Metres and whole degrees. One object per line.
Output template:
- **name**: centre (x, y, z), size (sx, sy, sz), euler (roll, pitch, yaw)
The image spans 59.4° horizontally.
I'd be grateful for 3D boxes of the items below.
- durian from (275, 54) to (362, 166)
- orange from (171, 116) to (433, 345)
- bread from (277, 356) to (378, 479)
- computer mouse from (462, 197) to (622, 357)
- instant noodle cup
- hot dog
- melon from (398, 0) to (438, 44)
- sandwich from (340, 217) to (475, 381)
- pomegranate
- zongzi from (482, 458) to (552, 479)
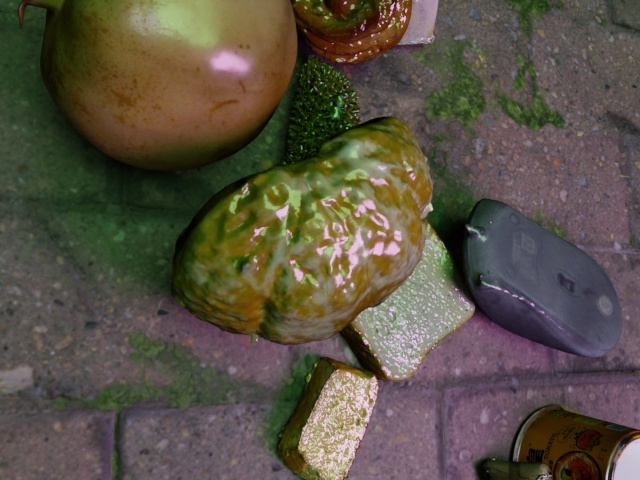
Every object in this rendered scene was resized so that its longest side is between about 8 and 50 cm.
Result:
- **durian**: centre (0.011, -0.174, 0.849), size (0.137, 0.095, 0.221), euler (20, 80, -20)
- **orange**: centre (0.000, 0.000, 0.692), size (0.368, 0.271, 0.210), euler (-31, 76, -19)
- **bread**: centre (0.012, 0.258, 0.793), size (0.103, 0.065, 0.187), euler (37, 69, -20)
- **computer mouse**: centre (0.349, 0.074, 0.936), size (0.371, 0.122, 0.188), euler (31, 55, -22)
- **instant noodle cup**: centre (0.449, 0.383, 0.905), size (0.216, 0.172, 0.216), euler (5, 78, -25)
- **hot dog**: centre (0.028, -0.416, 0.861), size (0.196, 0.122, 0.272), euler (-20, 84, 11)
- **melon**: centre (0.147, -0.387, 0.951), size (0.139, 0.093, 0.202), euler (41, 74, -21)
- **sandwich**: centre (0.124, 0.094, 0.868), size (0.214, 0.065, 0.186), euler (-35, 96, -25)
- **pomegranate**: centre (-0.188, -0.237, 0.663), size (0.319, 0.319, 0.319), euler (4, 79, -24)
- **zongzi**: centre (0.315, 0.407, 0.883), size (0.052, 0.104, 0.113), euler (-1, 83, -53)
